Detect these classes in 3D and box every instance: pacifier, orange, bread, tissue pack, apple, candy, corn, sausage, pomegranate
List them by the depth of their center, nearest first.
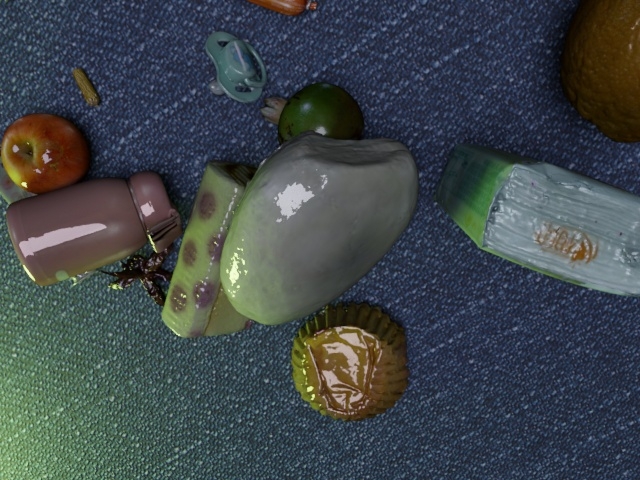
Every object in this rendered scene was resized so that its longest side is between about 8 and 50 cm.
[{"bbox_3d":[0.585,-0.337,1.001,0.322,0.322,0.357,34,110,-7],"label":"orange"},{"bbox_3d":[0.381,-0.055,1.044,0.287,0.388,0.162,17,104,-3],"label":"tissue pack"},{"bbox_3d":[0.000,0.000,1.086,0.427,0.386,0.186,-54,56,28],"label":"candy"},{"bbox_3d":[-0.117,-0.478,1.111,0.234,0.071,0.071,19,105,-3],"label":"sausage"},{"bbox_3d":[-0.022,-0.218,1.140,0.209,0.180,0.180,22,106,17],"label":"pomegranate"},{"bbox_3d":[-0.172,-0.324,1.155,0.116,0.126,0.150,-30,85,46],"label":"pacifier"},{"bbox_3d":[-0.542,-0.170,1.183,0.163,0.139,0.164,1,94,12],"label":"apple"},{"bbox_3d":[-0.469,-0.304,1.194,0.027,0.028,0.083,-30,103,-12],"label":"corn"},{"bbox_3d":[-0.188,0.018,1.195,0.187,0.155,0.338,4,113,-43],"label":"bread"},{"bbox_3d":[0.061,0.273,1.275,0.274,0.149,0.274,2,102,7],"label":"bread"}]

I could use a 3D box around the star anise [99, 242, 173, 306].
[{"bbox_3d":[-0.376,0.080,1.243,0.140,0.144,0.158,14,105,-10],"label":"star anise"}]

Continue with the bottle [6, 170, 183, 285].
[{"bbox_3d":[-0.428,-0.024,1.162,0.296,0.206,0.173,-19,134,-15],"label":"bottle"}]

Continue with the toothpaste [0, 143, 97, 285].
[{"bbox_3d":[-0.592,-0.052,1.254,0.100,0.066,0.323,-31,98,15],"label":"toothpaste"}]
